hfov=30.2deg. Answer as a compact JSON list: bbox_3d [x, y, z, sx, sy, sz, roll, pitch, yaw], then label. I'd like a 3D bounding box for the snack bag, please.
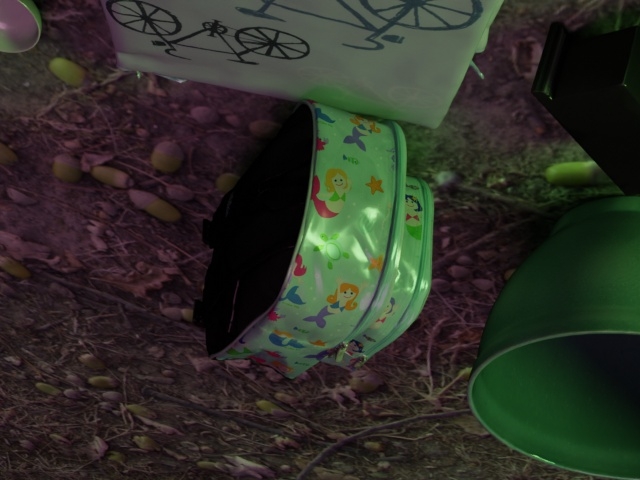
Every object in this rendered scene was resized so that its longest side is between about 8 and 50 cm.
[{"bbox_3d":[-0.023,-0.180,0.944,0.323,0.037,0.342,11,166,0],"label":"snack bag"}]

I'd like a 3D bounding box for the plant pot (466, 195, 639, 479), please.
[{"bbox_3d":[0.299,0.082,1.148,0.293,0.196,0.293,9,146,6],"label":"plant pot"}]

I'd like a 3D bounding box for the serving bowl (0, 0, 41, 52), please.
[{"bbox_3d":[-0.289,-0.208,1.070,0.083,0.027,0.083,9,146,6],"label":"serving bowl"}]

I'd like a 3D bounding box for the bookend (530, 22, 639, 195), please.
[{"bbox_3d":[0.280,-0.115,0.950,0.156,0.072,0.157,-9,143,46],"label":"bookend"}]

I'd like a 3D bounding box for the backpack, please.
[{"bbox_3d":[0.000,0.000,1.100,0.191,0.225,0.253,13,151,-13],"label":"backpack"}]
